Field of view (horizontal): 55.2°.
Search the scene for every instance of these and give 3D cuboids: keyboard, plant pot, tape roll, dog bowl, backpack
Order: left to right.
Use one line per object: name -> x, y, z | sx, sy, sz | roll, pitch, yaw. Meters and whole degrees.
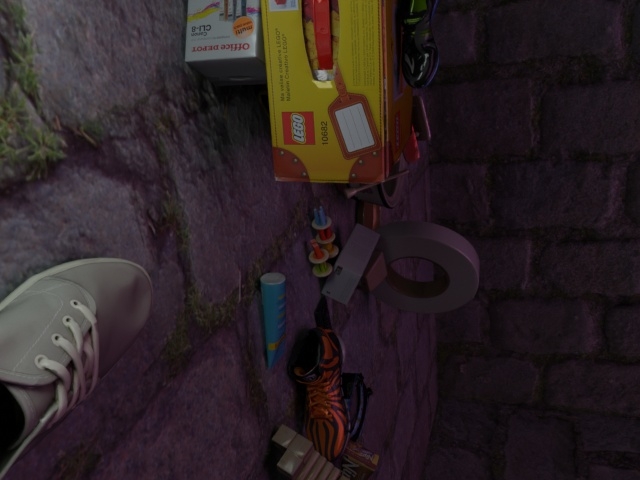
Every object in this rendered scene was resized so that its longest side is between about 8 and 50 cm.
keyboard -> 0.013, 0.252, 1.658 | 0.108, 0.023, 0.180 | -61, 146, -53
backpack -> 0.067, 0.462, 1.684 | 0.158, 0.116, 0.173 | 63, 33, -55
plant pot -> 0.133, 0.095, 1.884 | 0.096, 0.108, 0.109 | -58, 147, -34
plant pot -> 0.161, -0.082, 2.053 | 0.236, 0.032, 0.237 | 1, 90, -71
dog bowl -> 0.143, -0.297, 1.804 | 0.408, 0.150, 0.408 | 1, 90, -70
tape roll -> 0.313, 0.094, 1.959 | 0.392, 0.391, 0.072 | 73, 27, -44

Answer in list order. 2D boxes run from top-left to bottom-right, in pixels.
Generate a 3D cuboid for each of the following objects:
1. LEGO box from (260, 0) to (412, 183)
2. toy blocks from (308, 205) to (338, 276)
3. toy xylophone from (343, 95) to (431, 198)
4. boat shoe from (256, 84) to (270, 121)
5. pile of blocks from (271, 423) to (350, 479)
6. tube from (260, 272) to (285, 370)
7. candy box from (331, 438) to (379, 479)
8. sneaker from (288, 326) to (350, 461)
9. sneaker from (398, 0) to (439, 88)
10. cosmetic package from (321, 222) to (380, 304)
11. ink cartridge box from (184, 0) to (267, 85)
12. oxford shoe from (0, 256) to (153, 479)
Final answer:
LEGO box -> 0.046, -0.388, 1.055 | 0.372, 0.193, 0.501 | -54, 144, -65
toy blocks -> 0.000, 0.000, 1.550 | 0.123, 0.054, 0.148 | -70, 154, -45
toy xylophone -> 0.126, -0.244, 1.549 | 0.081, 0.322, 0.236 | -132, -163, -74
boat shoe -> -0.058, -0.250, 1.306 | 0.307, 0.110, 0.105 | 51, 48, -49
pile of blocks -> 0.003, 0.575, 1.376 | 0.362, 0.149, 0.113 | 45, 59, -8
tube -> -0.097, 0.170, 1.300 | 0.080, 0.052, 0.207 | -40, 136, -53
candy box -> 0.059, 0.591, 1.562 | 0.187, 0.109, 0.053 | -62, 178, 35
sneaker -> -0.014, 0.366, 1.473 | 0.180, 0.124, 0.321 | 37, 46, -62
sneaker -> 0.152, -0.341, 0.987 | 0.078, 0.067, 0.188 | -15, 110, -54
cosmetic package -> 0.087, 0.062, 1.705 | 0.231, 0.085, 0.117 | -62, 177, -54
ink cartridge box -> -0.135, -0.358, 1.007 | 0.127, 0.128, 0.176 | 14, 78, -74
oxford shoe -> -0.286, 0.131, 0.614 | 0.449, 0.130, 0.169 | -37, 124, -68
